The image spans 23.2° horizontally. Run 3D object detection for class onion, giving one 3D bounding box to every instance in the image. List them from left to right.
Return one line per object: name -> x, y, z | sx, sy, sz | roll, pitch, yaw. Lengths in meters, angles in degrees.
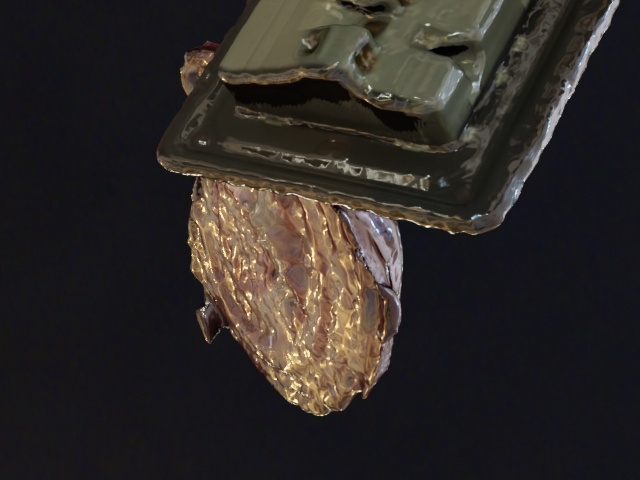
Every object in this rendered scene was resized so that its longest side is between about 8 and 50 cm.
onion -> 0.000, 0.000, 1.288 | 0.146, 0.280, 0.314 | -24, -33, -29

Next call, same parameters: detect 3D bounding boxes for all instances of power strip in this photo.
power strip -> 0.041, -0.138, 0.972 | 0.251, 0.257, 0.092 | 9, -31, 37
